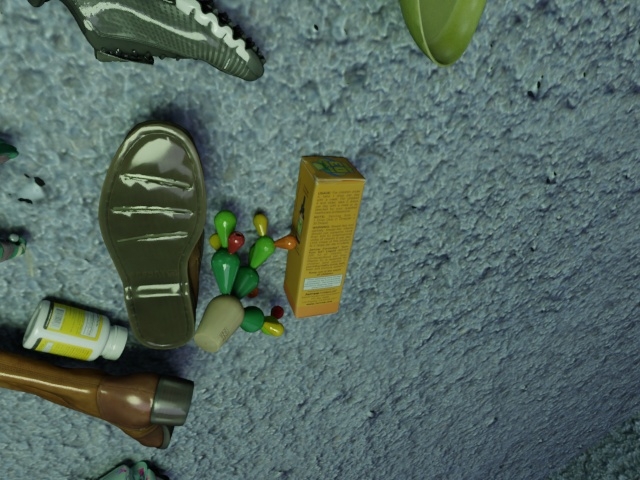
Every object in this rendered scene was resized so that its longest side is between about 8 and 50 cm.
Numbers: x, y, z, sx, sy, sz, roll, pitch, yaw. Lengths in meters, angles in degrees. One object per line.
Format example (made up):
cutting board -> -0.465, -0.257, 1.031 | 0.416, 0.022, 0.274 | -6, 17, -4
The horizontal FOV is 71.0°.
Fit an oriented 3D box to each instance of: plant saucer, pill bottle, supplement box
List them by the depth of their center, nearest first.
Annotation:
plant saucer -> 0.130, -0.302, 0.446 | 0.241, 0.037, 0.241 | -37, 136, -46
pill bottle -> -0.331, 0.128, 0.613 | 0.116, 0.065, 0.065 | 27, 110, -34
supplement box -> 0.000, 0.000, 0.651 | 0.080, 0.078, 0.234 | -5, 126, -19

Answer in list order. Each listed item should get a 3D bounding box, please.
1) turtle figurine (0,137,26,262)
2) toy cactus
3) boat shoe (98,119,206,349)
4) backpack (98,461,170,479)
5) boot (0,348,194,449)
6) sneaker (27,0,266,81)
turtle figurine -> -0.405, -0.007, 0.460 | 0.175, 0.118, 0.234 | 17, 110, -31
toy cactus -> -0.101, 0.073, 0.603 | 0.112, 0.181, 0.219 | 8, 130, 16
boat shoe -> -0.198, -0.010, 0.549 | 0.110, 0.105, 0.308 | 5, 123, -15
backpack -> -0.361, 0.516, 0.798 | 0.165, 0.188, 0.144 | -32, 130, 2
boot -> -0.348, 0.237, 0.655 | 0.280, 0.096, 0.264 | 16, 152, -17
sneaker -> -0.168, -0.209, 0.435 | 0.234, 0.078, 0.106 | 26, 114, -30
